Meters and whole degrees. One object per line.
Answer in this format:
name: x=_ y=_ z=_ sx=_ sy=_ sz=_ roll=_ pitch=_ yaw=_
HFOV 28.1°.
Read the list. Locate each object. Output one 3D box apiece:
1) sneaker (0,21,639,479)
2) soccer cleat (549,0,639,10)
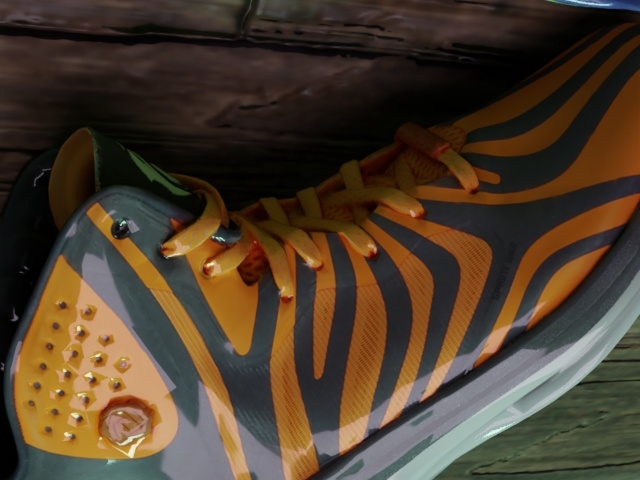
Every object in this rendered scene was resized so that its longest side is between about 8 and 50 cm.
sneaker: x=0.000 y=0.000 z=0.475 sx=0.321 sy=0.124 sz=0.180 roll=-47 pitch=114 yaw=-7
soccer cleat: x=0.004 y=-0.140 z=0.336 sx=0.289 sy=0.121 sz=0.093 roll=16 pitch=124 yaw=-37
